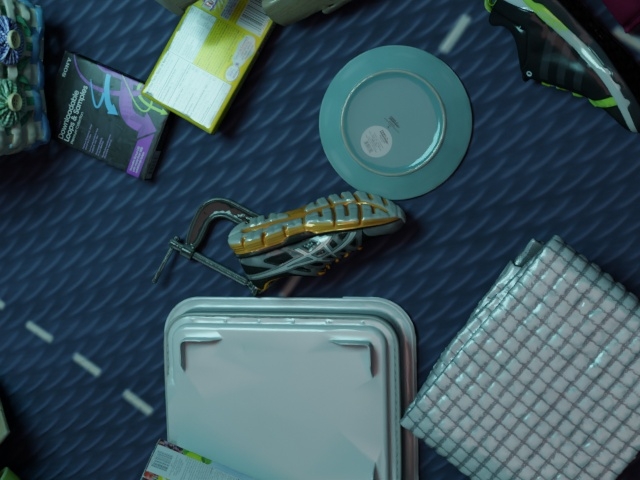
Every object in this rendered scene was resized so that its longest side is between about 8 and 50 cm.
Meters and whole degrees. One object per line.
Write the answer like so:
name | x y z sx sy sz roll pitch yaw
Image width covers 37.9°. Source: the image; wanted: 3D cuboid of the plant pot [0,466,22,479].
plant pot | -0.371 0.488 1.191 0.294 0.275 0.274 39 103 -10

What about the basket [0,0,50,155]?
basket | -0.471 -0.204 1.097 0.201 0.289 0.254 7 102 42

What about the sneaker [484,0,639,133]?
sneaker | 0.281 -0.206 1.064 0.234 0.084 0.097 52 127 4

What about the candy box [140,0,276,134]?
candy box | -0.127 -0.244 1.146 0.105 0.027 0.205 30 93 9

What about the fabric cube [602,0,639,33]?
fabric cube | 0.348 -0.395 0.928 0.259 0.254 0.258 -36 89 13

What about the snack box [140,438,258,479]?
snack box | -0.137 0.357 1.152 0.207 0.070 0.174 23 126 -4

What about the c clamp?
c clamp | -0.119 0.019 1.191 0.161 0.022 0.137 22 93 9

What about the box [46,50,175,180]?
box | -0.273 -0.161 1.200 0.162 0.029 0.116 24 100 10

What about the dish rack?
dish rack | -0.048 0.216 1.171 0.333 0.072 0.285 0 97 13

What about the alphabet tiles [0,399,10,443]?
alphabet tiles | -0.498 0.294 1.244 0.237 0.009 0.198 -49 46 13

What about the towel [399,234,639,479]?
towel | 0.264 0.163 1.073 0.235 0.121 0.283 38 99 12

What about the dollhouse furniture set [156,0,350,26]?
dollhouse furniture set | -0.117 -0.428 1.060 0.198 0.286 0.303 -22 65 22

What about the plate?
plate | 0.088 -0.142 1.126 0.188 0.024 0.188 1 96 11

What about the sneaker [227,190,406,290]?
sneaker | 0.000 0.000 1.134 0.215 0.084 0.083 -12 114 5
